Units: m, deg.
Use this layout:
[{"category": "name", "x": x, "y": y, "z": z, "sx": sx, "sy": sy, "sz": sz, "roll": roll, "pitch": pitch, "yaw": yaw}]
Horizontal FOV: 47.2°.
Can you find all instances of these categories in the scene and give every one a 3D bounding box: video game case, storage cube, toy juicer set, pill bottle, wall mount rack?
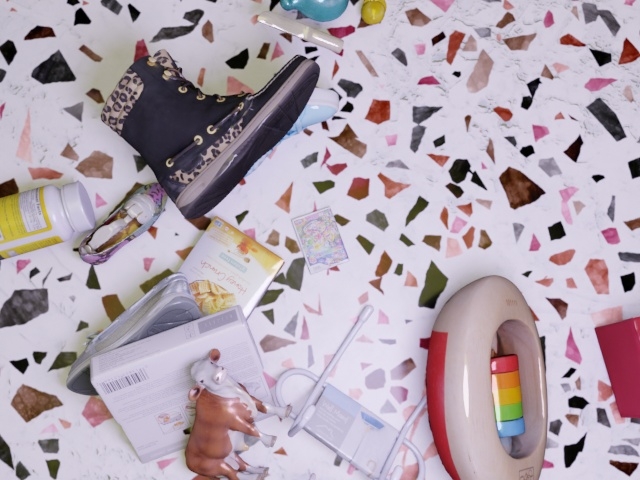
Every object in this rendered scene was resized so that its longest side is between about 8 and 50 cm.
[{"category": "video game case", "x": 0.000, "y": 0.000, "z": 1.531, "sx": 0.087, "sy": 0.011, "sz": 0.122, "roll": -19, "pitch": 84, "yaw": -6}, {"category": "storage cube", "x": 0.685, "y": 0.235, "z": 1.440, "sx": 0.183, "sy": 0.215, "sz": 0.193, "roll": -12, "pitch": 77, "yaw": -4}, {"category": "toy juicer set", "x": 0.029, "y": -0.512, "z": 1.569, "sx": 0.209, "sy": 0.089, "sz": 0.329, "roll": 38, "pitch": 74, "yaw": -11}, {"category": "pill bottle", "x": -0.565, "y": -0.042, "z": 1.451, "sx": 0.208, "sy": 0.119, "sz": 0.119, "roll": -16, "pitch": 84, "yaw": -5}, {"category": "wall mount rack", "x": 0.100, "y": 0.316, "z": 1.444, "sx": 0.350, "sy": 0.130, "sz": 0.304, "roll": 35, "pitch": 50, "yaw": 1}]

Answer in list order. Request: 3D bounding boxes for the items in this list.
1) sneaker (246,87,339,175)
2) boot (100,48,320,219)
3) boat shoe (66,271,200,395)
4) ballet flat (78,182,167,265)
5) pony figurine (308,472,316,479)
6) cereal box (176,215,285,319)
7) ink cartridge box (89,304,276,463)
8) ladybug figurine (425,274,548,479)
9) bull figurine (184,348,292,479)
[{"category": "sneaker", "x": -0.131, "y": -0.206, "z": 1.498, "sx": 0.365, "sy": 0.135, "sz": 0.150, "roll": -13, "pitch": 84, "yaw": 7}, {"category": "boot", "x": -0.212, "y": -0.261, "z": 1.385, "sx": 0.284, "sy": 0.138, "sz": 0.377, "roll": 43, "pitch": 95, "yaw": 12}, {"category": "boat shoe", "x": -0.367, "y": 0.189, "z": 1.422, "sx": 0.320, "sy": 0.118, "sz": 0.103, "roll": -41, "pitch": 43, "yaw": 16}, {"category": "ballet flat", "x": -0.398, "y": -0.035, "z": 1.480, "sx": 0.221, "sy": 0.079, "sz": 0.077, "roll": -43, "pitch": 88, "yaw": -8}, {"category": "pony figurine", "x": -0.112, "y": 0.633, "z": 1.335, "sx": 0.363, "sy": 0.303, "sz": 0.351, "roll": -15, "pitch": 75, "yaw": 10}, {"category": "cereal box", "x": -0.208, "y": 0.095, "z": 1.488, "sx": 0.173, "sy": 0.047, "sz": 0.240, "roll": 32, "pitch": 82, "yaw": 3}, {"category": "ink cartridge box", "x": -0.254, "y": 0.282, "z": 1.415, "sx": 0.296, "sy": 0.066, "sz": 0.261, "roll": -19, "pitch": 128, "yaw": -6}, {"category": "ladybug figurine", "x": 0.310, "y": 0.294, "z": 1.400, "sx": 0.305, "sy": 0.161, "sz": 0.450, "roll": 7, "pitch": 78, "yaw": -46}, {"category": "bull figurine", "x": -0.168, "y": 0.343, "z": 1.364, "sx": 0.188, "sy": 0.310, "sz": 0.101, "roll": 24, "pitch": 37, "yaw": 8}]
